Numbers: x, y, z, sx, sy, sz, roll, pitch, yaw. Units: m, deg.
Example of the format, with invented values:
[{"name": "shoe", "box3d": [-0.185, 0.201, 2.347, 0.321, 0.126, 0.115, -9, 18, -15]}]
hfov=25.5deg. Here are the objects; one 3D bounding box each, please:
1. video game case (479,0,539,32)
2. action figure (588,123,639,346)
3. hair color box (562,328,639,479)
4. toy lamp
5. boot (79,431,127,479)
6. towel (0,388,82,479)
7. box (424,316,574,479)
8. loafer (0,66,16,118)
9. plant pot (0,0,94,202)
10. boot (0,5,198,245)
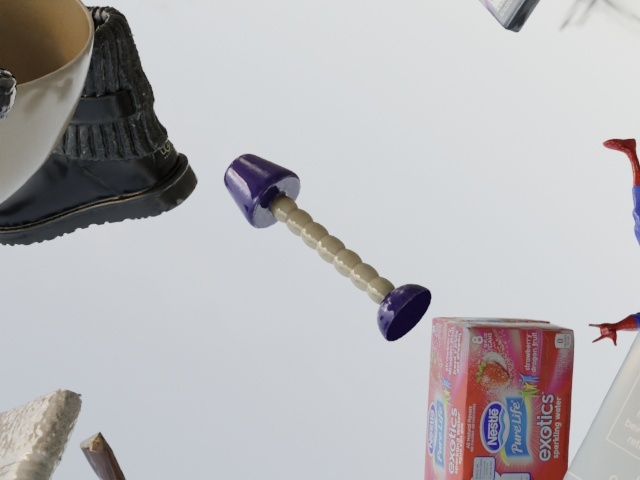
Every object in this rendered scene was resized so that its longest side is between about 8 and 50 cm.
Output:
[{"name": "video game case", "box3d": [0.179, -0.363, 1.428, 0.026, 0.196, 0.274, 10, -147, -38]}, {"name": "action figure", "box3d": [0.354, 0.011, 1.557, 0.139, 0.091, 0.280, -3, -107, -37]}, {"name": "hair color box", "box3d": [0.279, 0.025, 0.736, 0.114, 0.374, 0.185, 30, -173, 39]}, {"name": "toy lamp", "box3d": [0.000, 0.000, 1.539, 0.275, 0.080, 0.080, 42, -157, 25]}, {"name": "boot", "box3d": [-0.231, 0.279, 1.638, 0.037, 0.106, 0.114, -32, -68, -37]}, {"name": "towel", "box3d": [-0.356, 0.260, 1.455, 0.049, 0.282, 0.187, 38, -131, -25]}, {"name": "box", "box3d": [0.194, 0.215, 1.570, 0.128, 0.256, 0.123, 2, -178, -16]}, {"name": "loafer", "box3d": [-0.296, -0.107, 1.128, 0.076, 0.078, 0.223, 4, -174, -31]}, {"name": "plant pot", "box3d": [-0.374, -0.136, 1.422, 0.284, 0.190, 0.284, 6, -145, -4]}, {"name": "boot", "box3d": [-0.339, -0.144, 1.748, 0.131, 0.348, 0.260, -71, -37, -49]}]
